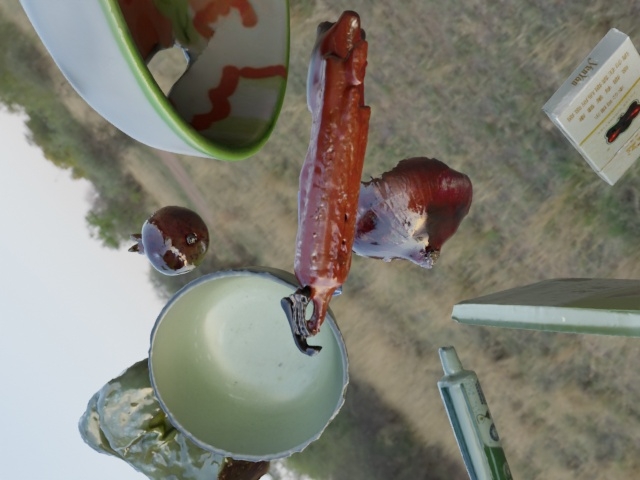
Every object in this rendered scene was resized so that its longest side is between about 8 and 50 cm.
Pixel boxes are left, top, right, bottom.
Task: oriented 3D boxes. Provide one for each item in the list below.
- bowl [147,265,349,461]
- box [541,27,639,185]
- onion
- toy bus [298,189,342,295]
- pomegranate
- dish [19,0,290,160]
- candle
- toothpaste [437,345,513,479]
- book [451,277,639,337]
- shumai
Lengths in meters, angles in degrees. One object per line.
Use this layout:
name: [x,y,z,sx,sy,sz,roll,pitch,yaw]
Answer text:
bowl: [-0.068,0.117,0.861,0.211,0.211,0.112,49,-165,-6]
box: [0.269,-0.117,0.740,0.167,0.090,0.024,27,-163,-50]
onion: [0.165,-0.031,1.501,0.272,0.272,0.195,77,178,-73]
toy bus: [-0.003,0.000,1.725,0.094,0.237,0.079,14,159,-41]
pomegranate: [-0.284,-0.008,1.492,0.159,0.129,0.129,22,160,27]
dish: [-0.133,-0.210,0.563,0.324,0.124,0.324,-5,-90,-72]
candle: [0.006,-0.051,0.695,0.059,0.302,0.084,8,178,-5]
toothpaste: [0.253,0.345,1.206,0.098,0.061,0.392,-11,-98,-58]
book: [0.360,0.073,0.960,0.352,0.239,0.035,-3,94,54]
shumai: [-0.214,0.331,1.310,0.263,0.309,0.304,56,143,19]
